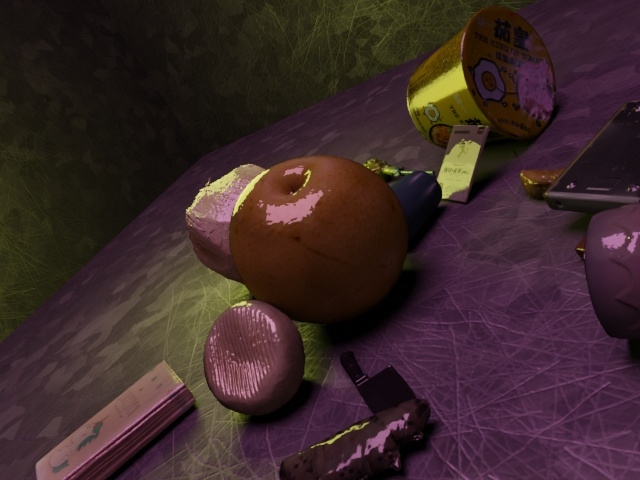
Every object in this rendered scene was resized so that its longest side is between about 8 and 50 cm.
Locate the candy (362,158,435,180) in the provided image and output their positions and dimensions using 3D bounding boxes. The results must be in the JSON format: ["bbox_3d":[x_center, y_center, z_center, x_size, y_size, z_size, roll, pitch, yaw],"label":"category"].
[{"bbox_3d":[0.213,-0.188,1.680,0.077,0.073,0.262,-13,15,-36],"label":"candy"}]

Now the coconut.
[{"bbox_3d":[-0.162,-0.032,1.537,0.254,0.297,0.297,25,54,32],"label":"coconut"}]

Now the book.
[{"bbox_3d":[0.323,-0.178,1.411,0.127,0.014,0.182,21,96,64],"label":"book"}]

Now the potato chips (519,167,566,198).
[{"bbox_3d":[0.531,-0.123,1.094,0.407,0.057,0.080,-7,38,47],"label":"potato chips"}]

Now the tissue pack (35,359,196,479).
[{"bbox_3d":[-0.412,0.389,1.233,0.325,0.071,0.170,-39,20,-20],"label":"tissue pack"}]

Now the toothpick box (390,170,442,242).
[{"bbox_3d":[0.191,-0.075,1.372,0.120,0.120,0.184,-4,31,50],"label":"toothpick box"}]

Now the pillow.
[{"bbox_3d":[0.047,0.297,0.839,0.241,0.051,0.093,-27,29,11],"label":"pillow"}]

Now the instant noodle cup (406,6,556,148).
[{"bbox_3d":[0.389,-0.380,1.542,0.325,0.326,0.254,-44,15,-30],"label":"instant noodle cup"}]

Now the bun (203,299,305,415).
[{"bbox_3d":[-0.110,0.214,1.110,0.222,0.127,0.222,-16,64,36],"label":"bun"}]

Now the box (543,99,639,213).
[{"bbox_3d":[0.527,-0.146,1.017,0.270,0.045,0.211,-44,25,-15],"label":"box"}]

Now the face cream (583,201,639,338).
[{"bbox_3d":[0.439,0.031,0.721,0.195,0.175,0.175,-11,29,44],"label":"face cream"}]

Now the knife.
[{"bbox_3d":[0.094,0.231,0.974,0.072,0.019,0.245,-32,24,-6],"label":"knife"}]

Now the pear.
[{"bbox_3d":[0.000,0.000,1.194,0.348,0.348,0.348,-27,22,12],"label":"pear"}]

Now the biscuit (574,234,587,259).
[{"bbox_3d":[0.530,-0.025,0.901,0.301,0.043,0.278,-20,24,27],"label":"biscuit"}]
